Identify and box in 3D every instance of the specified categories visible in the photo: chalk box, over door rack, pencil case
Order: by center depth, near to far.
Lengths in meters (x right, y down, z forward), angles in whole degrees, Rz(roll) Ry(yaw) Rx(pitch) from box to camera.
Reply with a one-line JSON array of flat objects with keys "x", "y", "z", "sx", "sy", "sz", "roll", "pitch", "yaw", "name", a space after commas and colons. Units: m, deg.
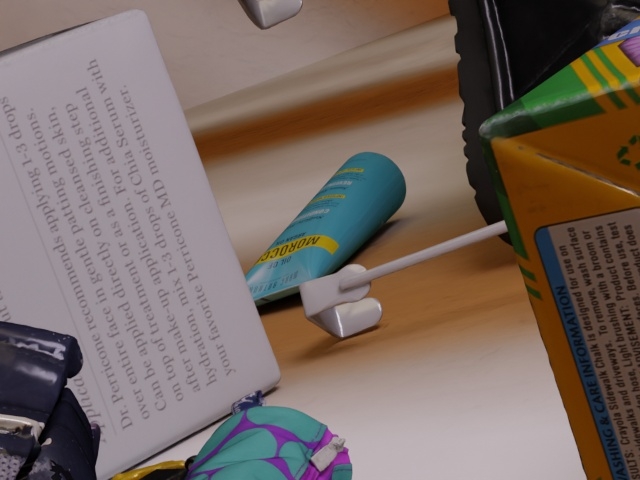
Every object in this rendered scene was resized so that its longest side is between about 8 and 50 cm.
[{"x": 0.210, "y": -0.016, "z": 0.688, "sx": 0.179, "sy": 0.180, "sz": 0.289, "roll": -13, "pitch": 11, "yaw": 33, "name": "chalk box"}, {"x": -0.026, "y": 0.112, "z": 0.778, "sx": 0.070, "sy": 0.064, "sz": 0.152, "roll": -35, "pitch": 8, "yaw": 12, "name": "pencil case"}, {"x": 0.087, "y": -0.114, "z": 1.103, "sx": 0.324, "sy": 0.239, "sz": 0.108, "roll": -26, "pitch": -27, "yaw": 28, "name": "over door rack"}]

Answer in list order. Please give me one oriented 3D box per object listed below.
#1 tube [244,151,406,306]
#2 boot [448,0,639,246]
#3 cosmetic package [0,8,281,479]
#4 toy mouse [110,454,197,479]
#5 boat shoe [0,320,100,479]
[{"x": 0.000, "y": 0.000, "z": 1.385, "sx": 0.080, "sy": 0.052, "sz": 0.207, "roll": -27, "pitch": 11, "yaw": 32, "name": "tube"}, {"x": 0.209, "y": -0.174, "z": 1.179, "sx": 0.260, "sy": 0.348, "sz": 0.131, "roll": -18, "pitch": -18, "yaw": 36, "name": "boot"}, {"x": -0.266, "y": 0.065, "z": 1.025, "sx": 0.453, "sy": 0.230, "sz": 0.161, "roll": -26, "pitch": 11, "yaw": -35, "name": "cosmetic package"}, {"x": -0.109, "y": 0.139, "z": 0.882, "sx": 0.161, "sy": 0.031, "sz": 0.143, "roll": -11, "pitch": 13, "yaw": 42, "name": "toy mouse"}, {"x": -0.248, "y": 0.114, "z": 0.823, "sx": 0.340, "sy": 0.127, "sz": 0.158, "roll": 0, "pitch": 35, "yaw": 8, "name": "boat shoe"}]
